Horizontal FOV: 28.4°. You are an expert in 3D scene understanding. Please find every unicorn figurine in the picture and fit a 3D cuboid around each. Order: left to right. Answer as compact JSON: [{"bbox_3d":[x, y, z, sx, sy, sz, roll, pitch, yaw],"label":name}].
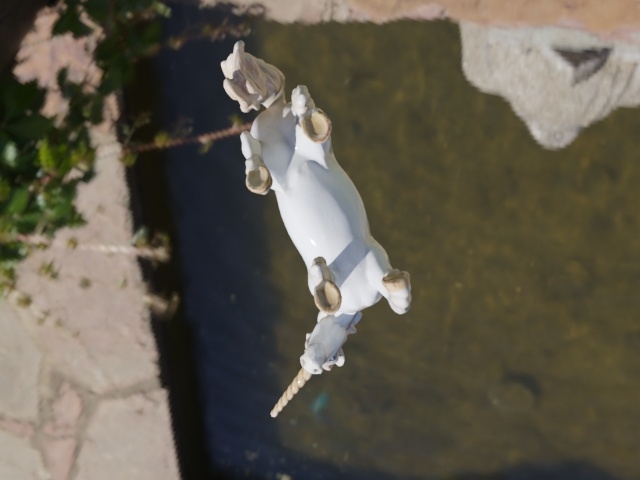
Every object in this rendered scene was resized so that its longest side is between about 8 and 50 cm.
[{"bbox_3d":[0.000,0.000,0.512,0.060,0.111,0.162,-8,95,-4],"label":"unicorn figurine"}]
